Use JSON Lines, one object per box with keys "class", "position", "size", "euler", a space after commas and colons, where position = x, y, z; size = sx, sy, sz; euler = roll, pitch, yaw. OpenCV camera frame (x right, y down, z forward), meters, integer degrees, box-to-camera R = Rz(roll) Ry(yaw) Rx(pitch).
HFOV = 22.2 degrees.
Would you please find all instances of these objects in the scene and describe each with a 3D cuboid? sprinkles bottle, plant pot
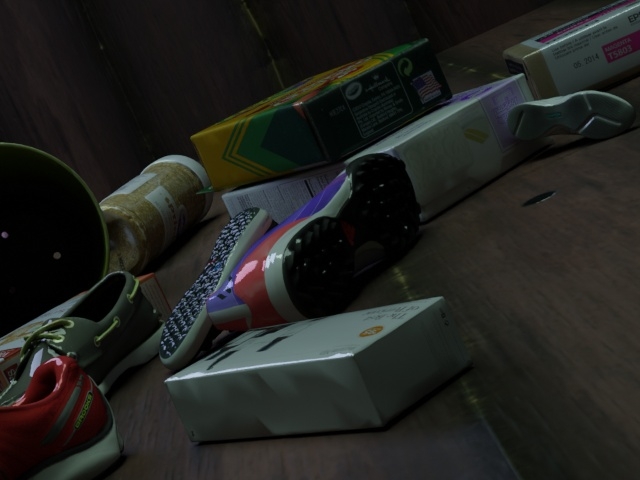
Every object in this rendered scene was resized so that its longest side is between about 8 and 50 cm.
{"class": "sprinkles bottle", "position": [-0.264, -0.036, 2.464], "size": [0.121, 0.121, 0.355], "euler": [-22, 10, 17]}
{"class": "plant pot", "position": [-0.411, 0.022, 2.161], "size": [0.275, 0.274, 0.293], "euler": [-25, -1, -6]}

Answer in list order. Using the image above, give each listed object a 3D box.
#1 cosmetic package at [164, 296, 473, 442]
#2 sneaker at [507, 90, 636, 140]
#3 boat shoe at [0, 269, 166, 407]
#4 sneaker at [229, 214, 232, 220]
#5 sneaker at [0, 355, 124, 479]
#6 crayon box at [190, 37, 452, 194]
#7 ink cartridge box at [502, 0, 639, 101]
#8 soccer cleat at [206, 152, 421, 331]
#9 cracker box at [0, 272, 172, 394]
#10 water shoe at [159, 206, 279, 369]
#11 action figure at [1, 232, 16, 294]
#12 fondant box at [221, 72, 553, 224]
{"class": "cosmetic package", "position": [-0.008, 0.097, 1.204], "size": [0.099, 0.060, 0.239], "euler": [-32, 12, -37]}
{"class": "sneaker", "position": [0.285, -0.142, 1.808], "size": [0.152, 0.053, 0.061], "euler": [2, 14, 39]}
{"class": "boat shoe", "position": [-0.252, 0.117, 1.626], "size": [0.109, 0.091, 0.305], "euler": [-20, 10, 26]}
{"class": "sneaker", "position": [-0.081, -0.045, 2.305], "size": [0.119, 0.047, 0.057], "euler": [-22, 21, 24]}
{"class": "sneaker", "position": [-0.287, 0.179, 1.272], "size": [0.279, 0.118, 0.107], "euler": [-31, 11, -39]}
{"class": "crayon box", "position": [-0.017, -0.144, 1.963], "size": [0.202, 0.081, 0.318], "euler": [-30, 10, -32]}
{"class": "ink cartridge box", "position": [0.376, -0.259, 2.187], "size": [0.235, 0.088, 0.193], "euler": [-23, 8, 1]}
{"class": "soccer cleat", "position": [0.000, 0.000, 1.613], "size": [0.116, 0.108, 0.318], "euler": [-17, 15, 32]}
{"class": "cracker box", "position": [-0.296, 0.121, 1.806], "size": [0.232, 0.067, 0.156], "euler": [-33, 12, -40]}
{"class": "water shoe", "position": [-0.084, 0.058, 1.620], "size": [0.073, 0.080, 0.203], "euler": [-18, 35, 51]}
{"class": "action figure", "position": [-0.545, 0.036, 2.381], "size": [0.370, 0.248, 0.276], "euler": [-26, 10, 5]}
{"class": "fondant box", "position": [0.075, -0.084, 1.940], "size": [0.238, 0.096, 0.330], "euler": [-31, 12, -38]}
